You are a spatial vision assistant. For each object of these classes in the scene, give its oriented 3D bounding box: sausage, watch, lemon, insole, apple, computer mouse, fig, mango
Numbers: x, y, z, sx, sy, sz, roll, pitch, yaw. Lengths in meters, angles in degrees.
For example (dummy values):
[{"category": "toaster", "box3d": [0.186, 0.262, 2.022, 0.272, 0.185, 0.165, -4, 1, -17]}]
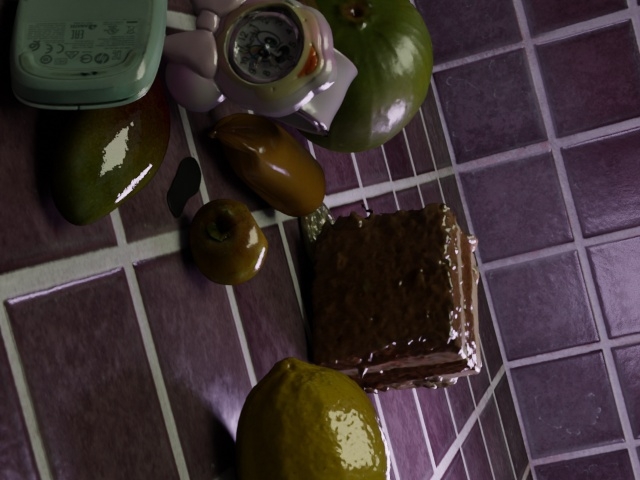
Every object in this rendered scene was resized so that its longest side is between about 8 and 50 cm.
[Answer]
[{"category": "sausage", "box3d": [-0.083, -0.124, 1.933, 0.328, 0.112, 0.112, 36, 42, -62]}, {"category": "watch", "box3d": [-0.083, -0.240, 1.796, 0.211, 0.248, 0.217, -65, 167, -7]}, {"category": "lemon", "box3d": [-0.011, 0.277, 1.645, 0.204, 0.204, 0.260, 5, 71, -73]}, {"category": "insole", "box3d": [-0.183, -0.074, 1.722, 0.152, 0.002, 0.053, -75, 147, -60]}, {"category": "apple", "box3d": [-0.124, 0.004, 1.688, 0.114, 0.099, 0.102, 55, -3, 25]}, {"category": "computer mouse", "box3d": [-0.246, -0.236, 1.381, 0.097, 0.159, 0.288, 91, -3, -56]}, {"category": "fig", "box3d": [0.047, -0.287, 2.228, 0.316, 0.316, 0.316, -14, 90, -74]}, {"category": "mango", "box3d": [-0.228, -0.119, 1.416, 0.267, 0.111, 0.133, -79, 163, -46]}]

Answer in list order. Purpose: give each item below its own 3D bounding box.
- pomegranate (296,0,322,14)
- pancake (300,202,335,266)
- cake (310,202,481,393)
[{"category": "pomegranate", "box3d": [-0.093, -0.352, 1.989, 0.224, 0.181, 0.181, 66, 9, 30]}, {"category": "pancake", "box3d": [0.000, 0.000, 2.243, 0.158, 0.028, 0.158, -12, 90, -72]}, {"category": "cake", "box3d": [0.139, 0.111, 2.165, 0.290, 0.256, 0.282, 44, 42, -58]}]
